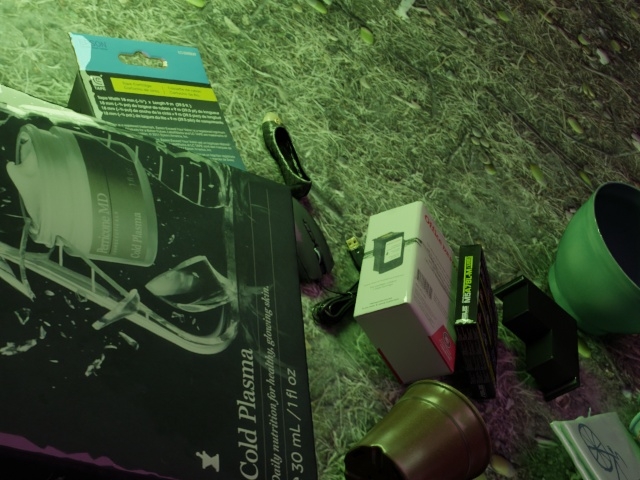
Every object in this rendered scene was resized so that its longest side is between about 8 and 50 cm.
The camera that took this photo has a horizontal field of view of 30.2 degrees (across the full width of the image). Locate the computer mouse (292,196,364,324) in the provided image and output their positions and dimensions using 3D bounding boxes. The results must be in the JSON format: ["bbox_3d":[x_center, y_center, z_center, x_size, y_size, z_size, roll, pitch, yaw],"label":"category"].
[{"bbox_3d":[0.000,0.000,1.922,0.184,0.060,0.262,-21,73,-48],"label":"computer mouse"}]

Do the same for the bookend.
[{"bbox_3d":[0.377,0.171,2.079,0.156,0.072,0.157,38,38,-26],"label":"bookend"}]

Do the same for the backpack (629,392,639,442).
[{"bbox_3d":[0.680,0.317,2.121,0.253,0.225,0.191,6,46,-42],"label":"backpack"}]

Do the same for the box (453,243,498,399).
[{"bbox_3d":[0.260,0.135,1.965,0.184,0.045,0.191,-77,156,-44],"label":"box"}]

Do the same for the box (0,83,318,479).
[{"bbox_3d":[-0.284,0.123,1.385,0.471,0.297,0.480,17,47,-28],"label":"box"}]

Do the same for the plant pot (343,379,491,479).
[{"bbox_3d":[0.130,0.310,1.703,0.165,0.167,0.167,-29,78,-41],"label":"plant pot"}]

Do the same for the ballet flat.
[{"bbox_3d":[-0.053,-0.149,2.013,0.057,0.049,0.173,0,57,-43],"label":"ballet flat"}]

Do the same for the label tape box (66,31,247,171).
[{"bbox_3d":[-0.252,-0.140,1.783,0.240,0.106,0.334,1,56,-41],"label":"label tape box"}]

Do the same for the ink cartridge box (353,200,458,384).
[{"bbox_3d":[0.145,0.081,1.903,0.172,0.100,0.237,56,30,-34],"label":"ink cartridge box"}]

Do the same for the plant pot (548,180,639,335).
[{"bbox_3d":[0.562,0.062,2.260,0.293,0.196,0.293,23,45,-25],"label":"plant pot"}]

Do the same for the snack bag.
[{"bbox_3d":[0.522,0.426,1.977,0.323,0.037,0.342,59,22,18],"label":"snack bag"}]
